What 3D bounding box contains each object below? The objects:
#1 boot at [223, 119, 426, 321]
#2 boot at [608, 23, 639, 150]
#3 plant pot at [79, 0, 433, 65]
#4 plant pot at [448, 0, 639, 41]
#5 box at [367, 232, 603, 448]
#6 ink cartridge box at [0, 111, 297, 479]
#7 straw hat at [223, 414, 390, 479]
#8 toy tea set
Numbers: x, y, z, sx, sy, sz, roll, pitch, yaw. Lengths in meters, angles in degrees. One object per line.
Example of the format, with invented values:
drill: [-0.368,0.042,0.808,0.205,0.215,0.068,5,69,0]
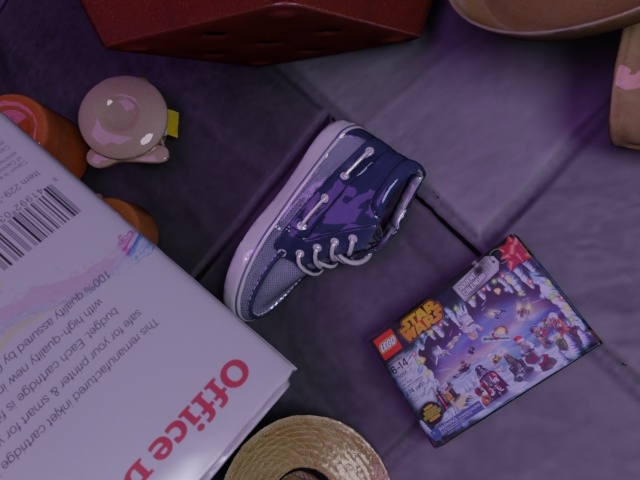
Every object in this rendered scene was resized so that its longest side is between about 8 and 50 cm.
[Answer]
boot: [0.000,0.000,0.486,0.086,0.069,0.189,35,98,31]
boot: [0.320,-0.157,0.328,0.270,0.089,0.236,11,82,33]
plant pot: [-0.045,-0.262,0.444,0.268,0.267,0.235,2,100,36]
plant pot: [0.193,-0.213,0.391,0.236,0.032,0.236,-25,45,27]
box: [0.113,0.073,0.439,0.137,0.027,0.093,-40,65,18]
ink cartridge box: [-0.210,0.089,0.445,0.306,0.131,0.226,41,62,6]
straw hat: [-0.016,0.212,0.466,0.144,0.145,0.061,69,156,18]
toy tea set: [-0.248,-0.001,0.619,0.200,0.124,0.335,3,79,-1]
